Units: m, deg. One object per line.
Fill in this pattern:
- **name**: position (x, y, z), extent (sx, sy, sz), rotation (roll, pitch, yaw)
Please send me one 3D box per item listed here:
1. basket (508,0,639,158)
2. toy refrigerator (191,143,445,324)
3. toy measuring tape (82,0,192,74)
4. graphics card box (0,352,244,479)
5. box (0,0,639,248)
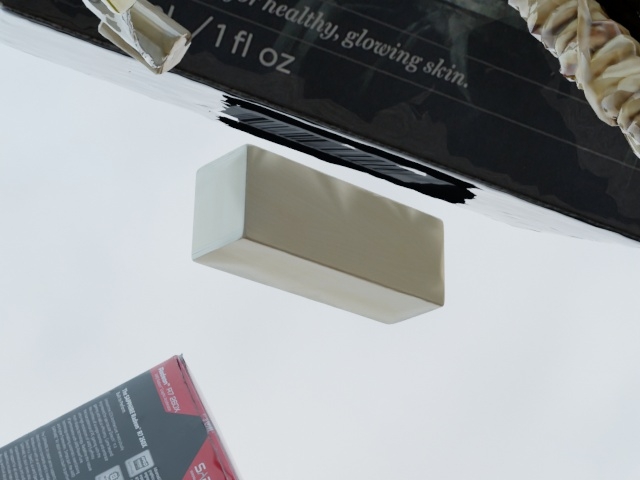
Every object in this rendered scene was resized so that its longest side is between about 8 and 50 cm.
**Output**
- **basket**: position (0.158, -0.128, 0.475), extent (0.213, 0.299, 0.223), rotation (-41, -30, 14)
- **toy refrigerator**: position (0.000, 0.000, 1.523), extent (0.269, 0.102, 0.094), rotation (19, -29, -38)
- **toy measuring tape**: position (-0.059, -0.138, 0.493), extent (0.121, 0.330, 0.121), rotation (0, -95, 4)
- **graphics card box**: position (-0.237, 0.269, 1.252), extent (0.371, 0.233, 0.094), rotation (-27, -54, -5)
- **box**: position (0.069, -0.290, 1.047), extent (0.479, 0.297, 0.472), rotation (18, -91, -14)
